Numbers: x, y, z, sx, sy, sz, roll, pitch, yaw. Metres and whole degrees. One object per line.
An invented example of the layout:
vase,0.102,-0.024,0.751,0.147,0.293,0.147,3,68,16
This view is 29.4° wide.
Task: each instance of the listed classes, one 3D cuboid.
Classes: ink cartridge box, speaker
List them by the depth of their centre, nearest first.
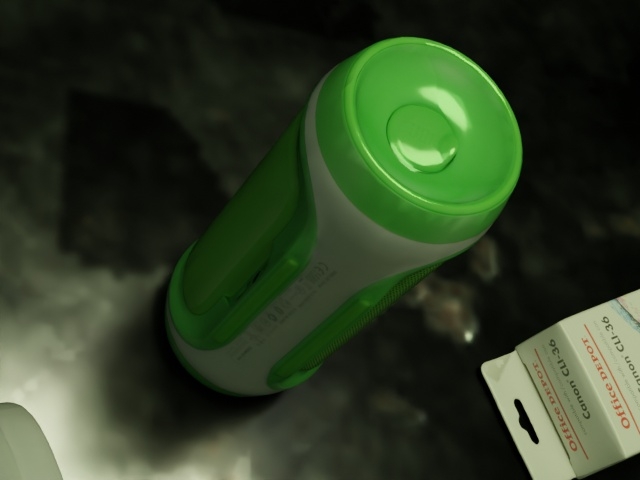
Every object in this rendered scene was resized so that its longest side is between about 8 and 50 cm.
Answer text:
speaker,0.000,0.000,0.752,0.131,0.296,0.131,12,61,-21
ink cartridge box,0.234,0.109,0.957,0.198,0.067,0.115,-17,75,-32

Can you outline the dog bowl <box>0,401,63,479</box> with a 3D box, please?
dog bowl,-0.185,0.213,0.572,0.104,0.265,0.265,-3,67,-26
